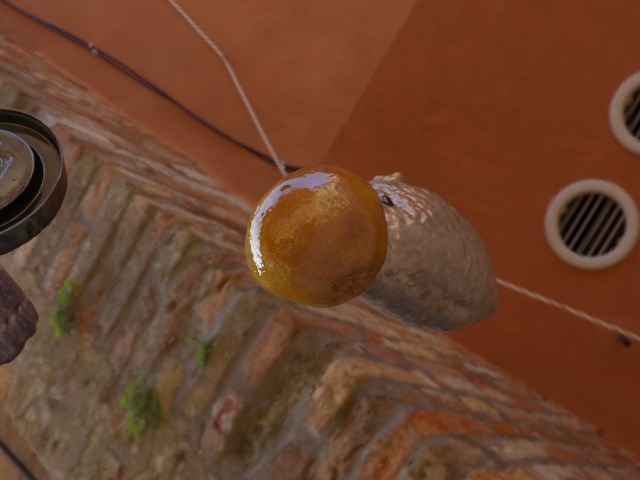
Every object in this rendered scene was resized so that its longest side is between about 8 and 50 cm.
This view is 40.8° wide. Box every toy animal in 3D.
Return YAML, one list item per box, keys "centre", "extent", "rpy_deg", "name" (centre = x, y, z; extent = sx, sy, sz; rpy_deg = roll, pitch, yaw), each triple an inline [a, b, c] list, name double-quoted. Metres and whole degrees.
- centre: [0.131, 0.019, 1.252]
  extent: [0.358, 0.226, 0.188]
  rpy_deg: [32, -76, -36]
  name: "toy animal"

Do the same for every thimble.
- centre: [-0.313, 0.073, 0.703]
  extent: [0.150, 0.150, 0.098]
  rpy_deg: [-42, -71, -25]
  name: "thimble"

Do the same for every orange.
- centre: [0.000, 0.000, 0.898]
  extent: [0.159, 0.136, 0.159]
  rpy_deg: [-33, -25, -17]
  name: "orange"

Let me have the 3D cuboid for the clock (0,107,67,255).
- centre: [-0.585, -0.097, 1.460]
  extent: [0.312, 0.312, 0.061]
  rpy_deg: [-42, -28, -26]
  name: "clock"
